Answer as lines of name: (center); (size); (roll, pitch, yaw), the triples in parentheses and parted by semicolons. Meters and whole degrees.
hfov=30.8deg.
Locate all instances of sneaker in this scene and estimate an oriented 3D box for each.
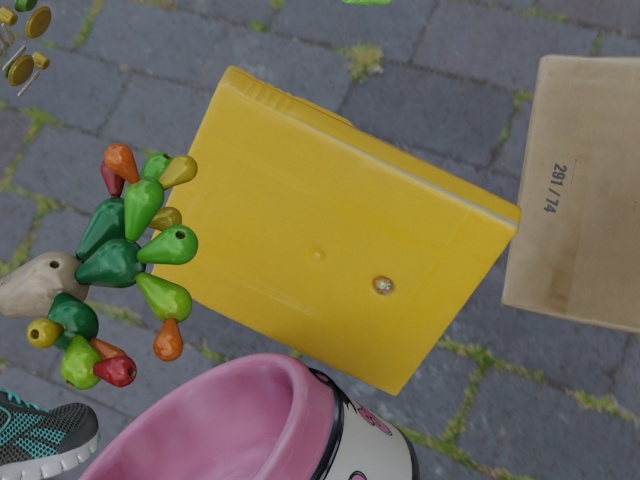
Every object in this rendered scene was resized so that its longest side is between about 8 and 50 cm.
sneaker: (-0.207, 0.122, 0.760); (0.065, 0.166, 0.076); (-3, 96, 30)

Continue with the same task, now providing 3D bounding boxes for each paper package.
paper package: (0.399, -0.055, 1.394); (0.309, 0.168, 0.324); (11, 96, 41)

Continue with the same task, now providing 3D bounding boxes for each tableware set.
tableware set: (-0.392, -0.265, 1.533); (0.024, 0.154, 0.104); (33, 72, 15)

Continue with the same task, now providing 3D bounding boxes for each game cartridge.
game cartridge: (0.000, 0.000, 1.208); (0.324, 0.285, 0.052); (27, 40, -4)

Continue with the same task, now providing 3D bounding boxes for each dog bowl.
dog bowl: (-0.110, 0.277, 1.158); (0.408, 0.150, 0.408); (-33, 19, 13)

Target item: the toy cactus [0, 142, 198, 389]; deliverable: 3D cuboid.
toy cactus: (-0.172, 0.021, 0.849); (0.181, 0.112, 0.219); (-16, 52, 30)

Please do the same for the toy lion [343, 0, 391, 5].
toy lion: (0.015, -0.146, 0.521); (0.034, 0.100, 0.096); (1, 73, -26)
